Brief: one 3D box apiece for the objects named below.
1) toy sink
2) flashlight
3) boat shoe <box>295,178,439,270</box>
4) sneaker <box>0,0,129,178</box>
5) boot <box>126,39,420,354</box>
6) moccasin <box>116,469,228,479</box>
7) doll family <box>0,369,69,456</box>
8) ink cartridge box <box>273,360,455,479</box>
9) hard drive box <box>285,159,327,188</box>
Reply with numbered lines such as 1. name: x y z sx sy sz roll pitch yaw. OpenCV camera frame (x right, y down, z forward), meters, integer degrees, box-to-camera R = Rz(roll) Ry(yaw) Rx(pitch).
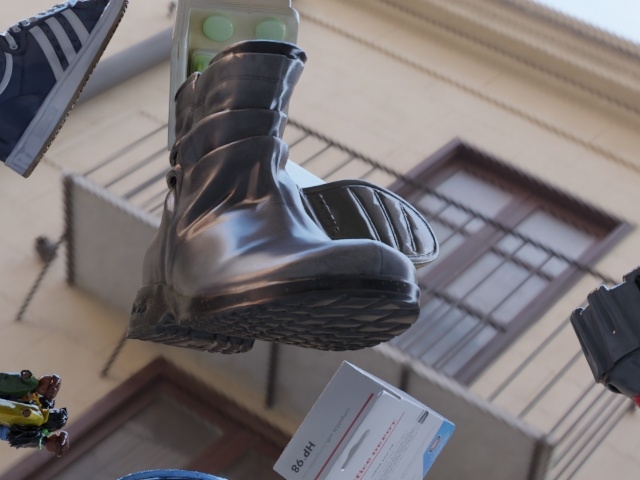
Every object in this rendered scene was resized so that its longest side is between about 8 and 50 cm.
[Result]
1. toy sink: -0.093 -0.218 1.516 0.131 0.234 0.152 4 -49 -3
2. flashlight: 0.277 0.174 1.004 0.103 0.103 0.304 -28 -115 8
3. boat shoe: 0.000 0.000 1.523 0.104 0.307 0.110 -42 -124 34
4. sneaker: -0.319 -0.214 1.487 0.153 0.282 0.099 31 -36 -14
5. boot: -0.042 -0.040 0.950 0.338 0.118 0.222 -7 -108 57
6. moccasin: -0.077 0.325 1.351 0.138 0.342 0.117 -43 -138 20
7. doll family: -0.297 0.169 1.345 0.193 0.111 0.076 139 -42 -73
8. ink cartridge box: 0.032 0.161 1.090 0.060 0.180 0.104 33 -92 28
9. hard drive box: -0.045 -0.039 1.734 0.232 0.181 0.089 31 -77 -21
